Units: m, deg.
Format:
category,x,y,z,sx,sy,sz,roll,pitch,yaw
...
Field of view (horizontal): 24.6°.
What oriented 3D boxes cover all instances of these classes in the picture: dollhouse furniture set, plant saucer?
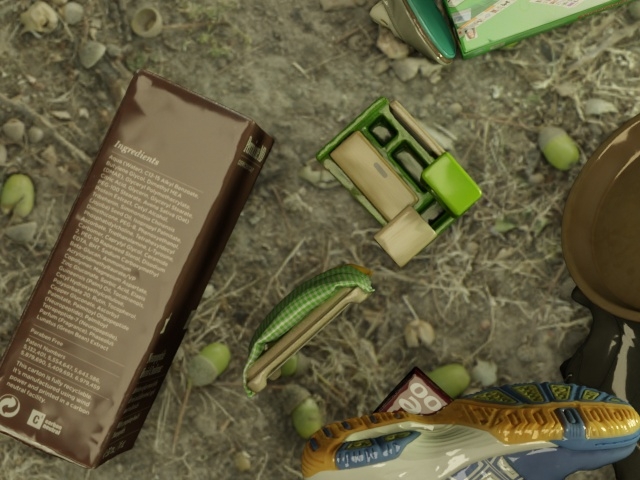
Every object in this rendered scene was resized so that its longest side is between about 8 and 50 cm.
category,x,y,z,sx,sy,sz,roll,pitch,yaw
dollhouse furniture set,0.000,0.000,1.493,0.301,0.197,0.151,-42,87,1
plant saucer,0.373,-0.032,1.469,0.278,0.041,0.277,-22,47,26

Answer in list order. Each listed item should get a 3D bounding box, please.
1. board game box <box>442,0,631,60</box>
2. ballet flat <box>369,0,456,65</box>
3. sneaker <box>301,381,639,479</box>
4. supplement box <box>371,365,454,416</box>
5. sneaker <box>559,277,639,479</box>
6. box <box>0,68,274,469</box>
category,x,y,z,sx,sy,sz,roll,pitch,yaw
board game box,0.266,-0.345,1.562,0.317,0.046,0.213,-19,87,3
ballet flat,0.074,-0.271,1.573,0.068,0.072,0.213,-28,84,30
sneaker,0.136,0.209,1.293,0.297,0.112,0.130,-9,103,3
supplement box,0.117,0.194,1.454,0.130,0.239,0.073,43,91,5
sneaker,0.313,0.169,1.520,0.130,0.109,0.286,0,80,13
box,-0.192,0.030,1.513,0.143,0.191,0.381,23,91,5
